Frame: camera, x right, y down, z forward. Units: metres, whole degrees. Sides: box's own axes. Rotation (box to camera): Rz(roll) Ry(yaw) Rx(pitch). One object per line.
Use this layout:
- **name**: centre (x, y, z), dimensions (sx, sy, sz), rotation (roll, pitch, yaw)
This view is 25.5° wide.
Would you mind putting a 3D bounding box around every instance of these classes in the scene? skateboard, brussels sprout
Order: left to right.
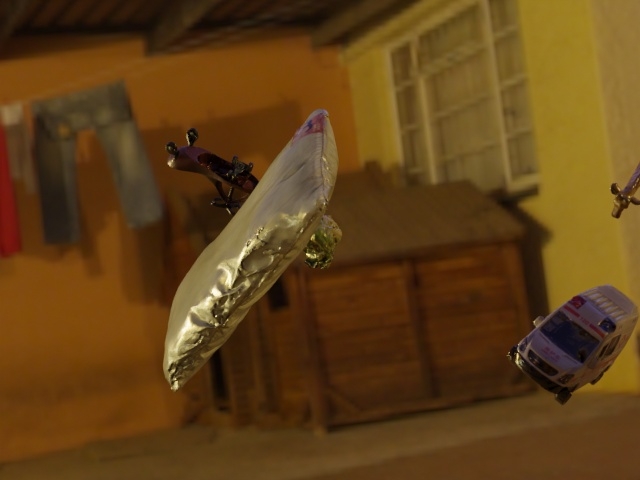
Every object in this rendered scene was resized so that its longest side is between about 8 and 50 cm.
- **skateboard**: centre (-0.159, -0.095, 2.080), dimensions (0.151, 0.080, 0.067), rotation (29, 36, 16)
- **brussels sprout**: centre (0.000, 0.000, 1.940), dimensions (0.058, 0.085, 0.085), rotation (-4, -5, -30)

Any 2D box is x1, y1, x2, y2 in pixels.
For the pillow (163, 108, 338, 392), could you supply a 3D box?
- **pillow**: centre (-0.054, 0.010, 1.091), dimensions (0.051, 0.128, 0.229), rotation (28, -58, -18)

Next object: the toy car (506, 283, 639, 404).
- **toy car**: centre (0.307, 0.118, 1.689), dimensions (0.108, 0.089, 0.209), rotation (-56, -20, 22)

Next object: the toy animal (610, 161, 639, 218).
- **toy animal**: centre (0.468, -0.119, 1.984), dimensions (0.054, 0.149, 0.275), rotation (33, 25, 9)
